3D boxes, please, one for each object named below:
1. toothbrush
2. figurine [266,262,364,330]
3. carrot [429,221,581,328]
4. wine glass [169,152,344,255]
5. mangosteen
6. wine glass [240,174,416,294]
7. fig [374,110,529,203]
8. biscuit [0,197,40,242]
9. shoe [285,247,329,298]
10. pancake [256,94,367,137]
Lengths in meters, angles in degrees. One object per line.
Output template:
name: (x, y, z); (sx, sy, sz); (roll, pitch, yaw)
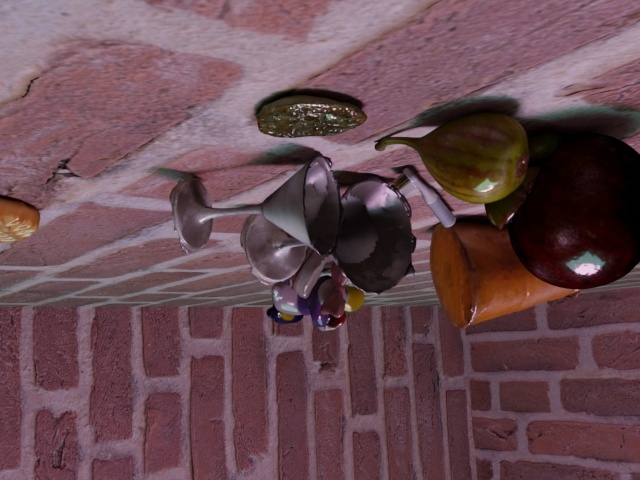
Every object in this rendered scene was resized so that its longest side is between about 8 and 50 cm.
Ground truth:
toothbrush: (0.158, -0.055, 1.060); (0.030, 0.025, 0.342); (-40, 163, 11)
figurine: (-0.017, 0.143, 1.917); (0.193, 0.154, 0.420); (24, 162, -32)
carrot: (0.343, 0.046, 1.332); (0.254, 0.196, 0.196); (-8, 173, -15)
wine glass: (-0.077, -0.036, 0.860); (0.182, 0.122, 0.122); (-3, 172, 20)
mangosteen: (0.260, -0.040, 0.796); (0.199, 0.200, 0.200); (-3, 171, 0)
wine glass: (0.000, 0.000, 1.021); (0.156, 0.156, 0.232); (4, 174, -39)
fig: (0.122, -0.075, 0.731); (0.166, 0.093, 0.093); (-6, 171, 26)
biscuit: (-0.497, -0.028, 0.986); (0.204, 0.040, 0.309); (-6, 171, 20)
shoe: (-0.052, 0.020, 1.246); (0.125, 0.099, 0.227); (25, -170, -4)
pancake: (-0.012, -0.111, 0.680); (0.108, 0.017, 0.108); (1, 171, 0)
